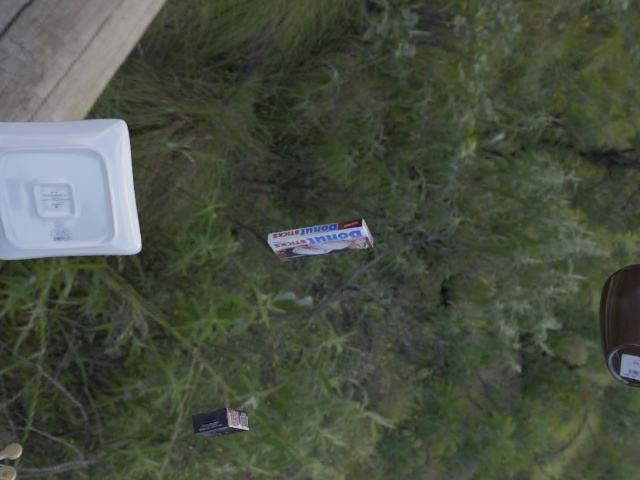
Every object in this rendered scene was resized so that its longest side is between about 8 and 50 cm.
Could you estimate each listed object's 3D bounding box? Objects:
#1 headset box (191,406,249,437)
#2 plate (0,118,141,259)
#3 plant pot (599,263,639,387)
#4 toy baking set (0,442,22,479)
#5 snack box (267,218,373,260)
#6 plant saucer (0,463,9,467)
[{"bbox_3d":[-0.157,0.284,1.156,0.083,0.062,0.032,43,34,-64],"label":"headset box"},{"bbox_3d":[-0.483,-0.082,1.360,0.045,0.277,0.278,-104,-167,-61],"label":"plate"},{"bbox_3d":[0.681,0.198,1.561,0.230,0.215,0.215,-46,140,-48],"label":"plant pot"},{"bbox_3d":[-0.650,0.393,1.311,0.196,0.256,0.030,-34,147,-41],"label":"toy baking set"},{"bbox_3d":[0.000,0.000,1.316,0.064,0.178,0.022,60,28,-48],"label":"snack box"},{"bbox_3d":[-0.675,0.524,1.582,0.067,0.192,0.018,28,86,-35],"label":"plant saucer"}]
